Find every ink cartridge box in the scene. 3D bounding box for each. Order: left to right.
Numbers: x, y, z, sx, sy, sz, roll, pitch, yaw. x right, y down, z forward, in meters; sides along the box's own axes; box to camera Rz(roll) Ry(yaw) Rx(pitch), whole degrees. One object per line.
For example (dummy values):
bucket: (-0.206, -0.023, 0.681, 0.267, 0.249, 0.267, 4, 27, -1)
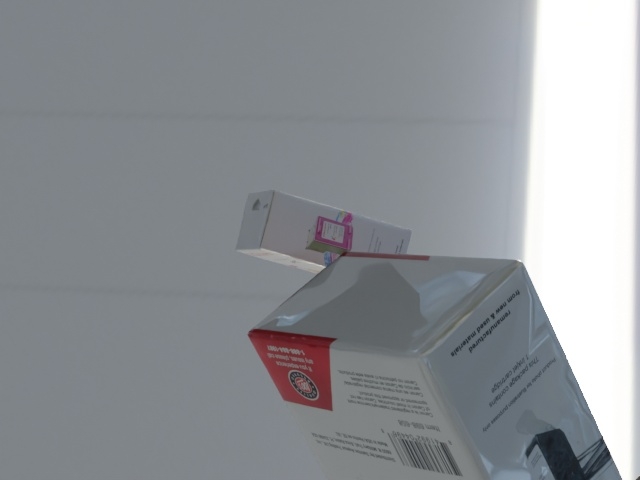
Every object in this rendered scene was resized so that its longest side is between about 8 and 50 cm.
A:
ink cartridge box: (0.000, 0.000, 1.258, 0.122, 0.088, 0.052, 17, -96, -15)
ink cartridge box: (0.097, 0.152, 1.096, 0.114, 0.273, 0.197, -39, -156, -30)

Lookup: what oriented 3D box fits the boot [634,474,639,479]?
boot: (0.171, 0.037, 0.458, 0.305, 0.115, 0.112, -38, -81, -36)
